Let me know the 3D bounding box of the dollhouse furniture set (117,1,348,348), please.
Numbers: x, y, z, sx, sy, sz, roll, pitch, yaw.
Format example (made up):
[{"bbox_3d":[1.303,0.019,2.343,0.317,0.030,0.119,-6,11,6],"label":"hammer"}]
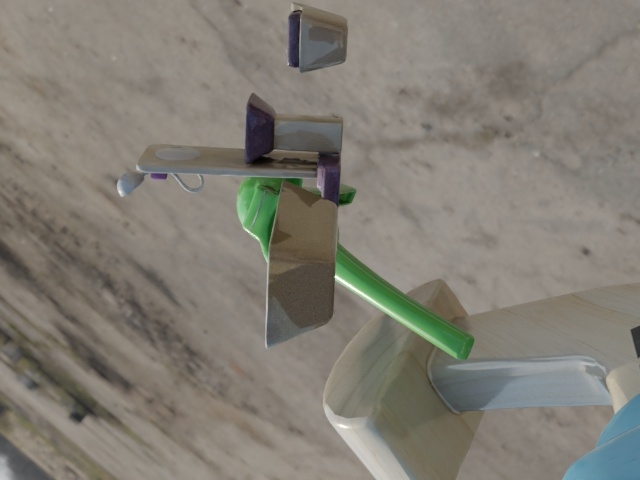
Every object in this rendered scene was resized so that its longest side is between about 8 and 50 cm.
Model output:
[{"bbox_3d":[-0.034,-0.024,0.352,0.081,0.091,0.114,3,-158,1],"label":"dollhouse furniture set"}]

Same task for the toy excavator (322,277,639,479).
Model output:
[{"bbox_3d":[0.192,0.089,0.456,0.222,0.433,0.445,53,-161,-18],"label":"toy excavator"}]

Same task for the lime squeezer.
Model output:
[{"bbox_3d":[0.000,0.000,0.697,0.110,0.059,0.310,35,-172,-19],"label":"lime squeezer"}]
